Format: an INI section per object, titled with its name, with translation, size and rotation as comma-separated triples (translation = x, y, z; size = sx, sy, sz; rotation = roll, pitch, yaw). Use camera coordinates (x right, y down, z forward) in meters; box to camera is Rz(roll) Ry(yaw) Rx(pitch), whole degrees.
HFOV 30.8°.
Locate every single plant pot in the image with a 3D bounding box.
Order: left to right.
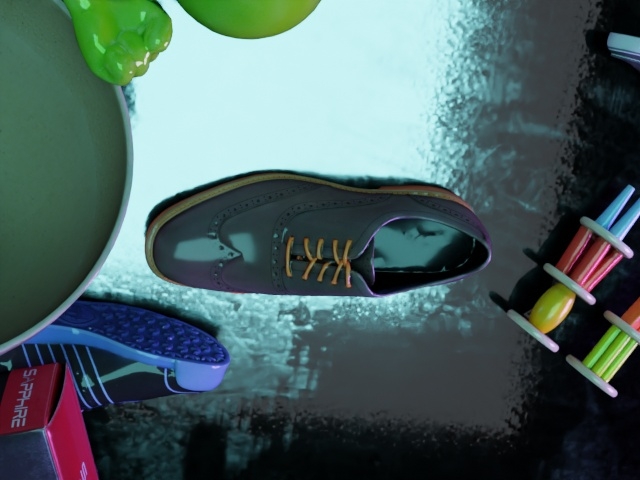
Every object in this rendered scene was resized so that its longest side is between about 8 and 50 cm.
[plant pot]
translation = -0.284, -0.033, 0.780
size = 0.284, 0.191, 0.284
rotation = 6, 71, -19

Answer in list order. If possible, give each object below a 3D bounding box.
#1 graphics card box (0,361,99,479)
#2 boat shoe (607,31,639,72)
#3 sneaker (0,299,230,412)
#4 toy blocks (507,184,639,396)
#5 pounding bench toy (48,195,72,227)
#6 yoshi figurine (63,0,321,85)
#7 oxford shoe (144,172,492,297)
[graphics card box]
translation = -0.350, 0.233, 0.867
size = 0.371, 0.094, 0.233
rotation = -8, 118, -1
[boat shoe]
translation = 0.294, -0.133, 0.944
size = 0.142, 0.049, 0.040
rotation = 16, 101, -15
[sneaker]
translation = -0.191, 0.101, 0.911
size = 0.232, 0.081, 0.090
rotation = 12, 110, -8
[toy blocks]
translation = 0.247, 0.040, 0.974
size = 0.123, 0.054, 0.148
rotation = 37, 95, -15
[pounding bench toy]
translation = -0.194, 0.004, 0.879
size = 0.052, 0.083, 0.065
rotation = 28, 97, -15
[yoshi figurine]
translation = -0.126, -0.196, 0.685
size = 0.362, 0.203, 0.203
rotation = -12, 98, -41
[oxford shoe]
translation = 0.000, 0.000, 0.901
size = 0.271, 0.098, 0.097
rotation = -5, 104, -8
